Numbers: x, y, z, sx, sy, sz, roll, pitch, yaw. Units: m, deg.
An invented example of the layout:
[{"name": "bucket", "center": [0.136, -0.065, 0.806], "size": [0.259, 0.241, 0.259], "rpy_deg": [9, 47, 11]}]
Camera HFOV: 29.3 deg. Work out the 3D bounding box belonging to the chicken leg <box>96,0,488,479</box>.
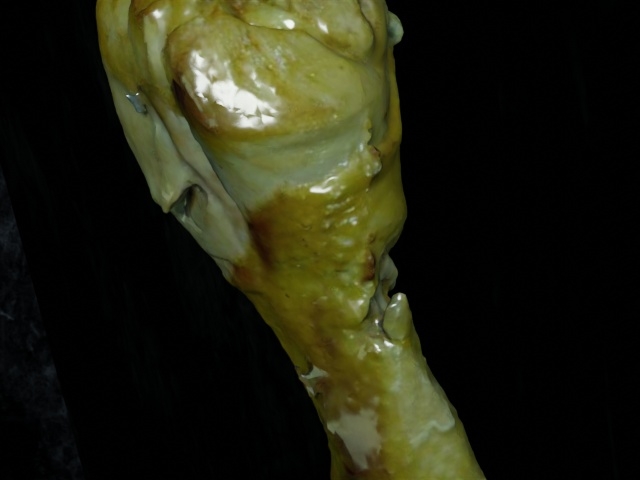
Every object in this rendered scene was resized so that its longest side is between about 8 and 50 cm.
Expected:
[{"name": "chicken leg", "center": [0.000, 0.000, 0.657], "size": [0.201, 0.153, 0.429], "rpy_deg": [-153, 42, -79]}]
